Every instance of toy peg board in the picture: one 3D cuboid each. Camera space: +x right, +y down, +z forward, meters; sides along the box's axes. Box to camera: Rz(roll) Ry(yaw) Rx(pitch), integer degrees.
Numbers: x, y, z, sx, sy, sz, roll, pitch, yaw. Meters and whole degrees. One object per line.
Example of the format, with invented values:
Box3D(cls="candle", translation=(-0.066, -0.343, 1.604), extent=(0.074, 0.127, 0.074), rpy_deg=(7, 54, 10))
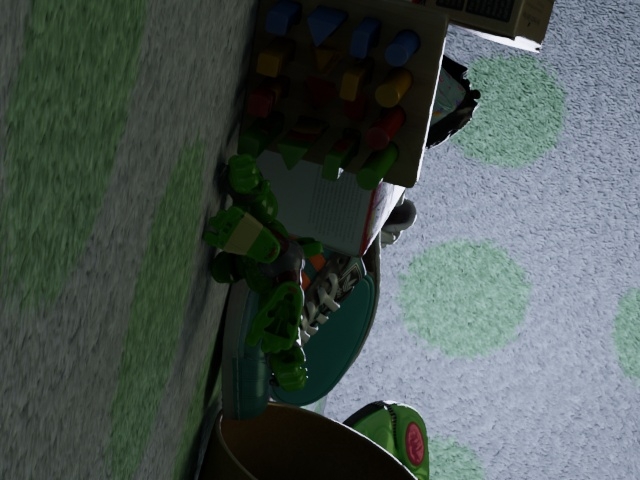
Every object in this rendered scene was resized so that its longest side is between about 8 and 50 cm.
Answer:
Box3D(cls="toy peg board", translation=(0.010, -0.125, 1.558), extent=(0.079, 0.161, 0.161), rpy_deg=(-55, 158, -60))

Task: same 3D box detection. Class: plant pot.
Box3D(cls="plant pot", translation=(-0.046, 0.329, 1.855), extent=(0.254, 0.237, 0.237), rpy_deg=(-64, 179, 16))

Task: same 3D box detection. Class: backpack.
Box3D(cls="backpack", translation=(0.094, -0.195, 2.327), extent=(0.152, 0.182, 0.115), rpy_deg=(-34, -162, 20))

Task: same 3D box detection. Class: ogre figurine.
Box3D(cls="ogre figurine", translation=(-0.045, 0.022, 1.593), extent=(0.197, 0.097, 0.118), rpy_deg=(57, 5, -6))

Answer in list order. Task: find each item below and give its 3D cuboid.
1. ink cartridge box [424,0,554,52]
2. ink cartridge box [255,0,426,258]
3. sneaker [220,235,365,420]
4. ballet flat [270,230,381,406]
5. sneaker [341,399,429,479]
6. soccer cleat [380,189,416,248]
Box3D(cls="ink cartridge box", translation=(0.171, -0.276, 1.663), extent=(0.234, 0.088, 0.193), rpy_deg=(-14, 119, -78))
Box3D(cls="ink cartridge box", translation=(0.045, -0.190, 1.743), extent=(0.272, 0.130, 0.309), rpy_deg=(-57, 161, -56))
Box3D(cls="sneaker", translation=(-0.020, 0.044, 1.851), extent=(0.108, 0.121, 0.302), rpy_deg=(92, 11, -65))
Box3D(cls="ballet flat", translation=(0.000, 0.000, 2.082), extent=(0.139, 0.139, 0.400), rpy_deg=(-71, 172, -56))
Box3D(cls="sneaker", translation=(-0.014, 0.372, 2.459), extent=(0.483, 0.185, 0.202), rpy_deg=(-61, -142, 34))
Box3D(cls="soccer cleat", translation=(0.052, -0.017, 2.473), extent=(0.331, 0.143, 0.116), rpy_deg=(91, 12, -70))
